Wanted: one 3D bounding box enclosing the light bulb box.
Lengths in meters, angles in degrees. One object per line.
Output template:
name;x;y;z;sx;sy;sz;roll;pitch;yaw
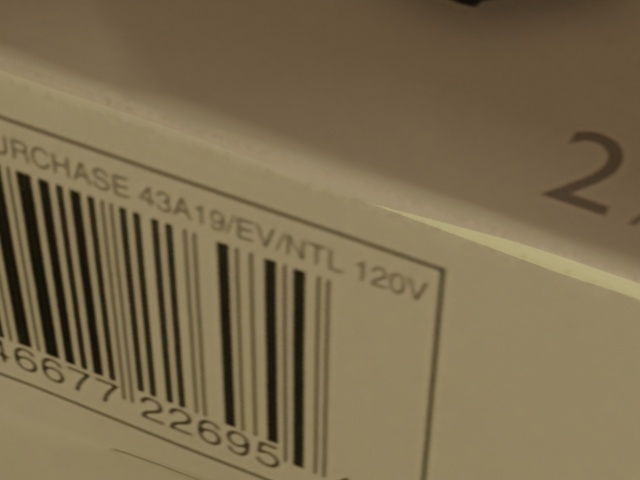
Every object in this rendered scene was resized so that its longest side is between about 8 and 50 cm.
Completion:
light bulb box;0.022;-0.072;0.514;0.358;0.361;0.225;19;140;15
